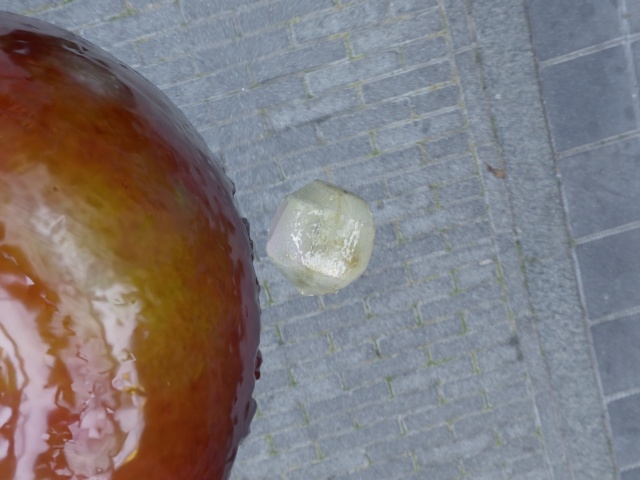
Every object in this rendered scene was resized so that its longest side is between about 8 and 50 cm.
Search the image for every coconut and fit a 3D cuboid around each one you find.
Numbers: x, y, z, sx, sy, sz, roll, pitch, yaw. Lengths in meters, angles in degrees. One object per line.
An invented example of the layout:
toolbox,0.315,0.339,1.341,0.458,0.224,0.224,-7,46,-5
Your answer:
coconut,0.001,0.001,1.128,0.194,0.194,0.195,-1,103,-6

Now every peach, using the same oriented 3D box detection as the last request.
peach,-0.227,0.020,0.424,0.310,0.406,0.335,34,101,-38
